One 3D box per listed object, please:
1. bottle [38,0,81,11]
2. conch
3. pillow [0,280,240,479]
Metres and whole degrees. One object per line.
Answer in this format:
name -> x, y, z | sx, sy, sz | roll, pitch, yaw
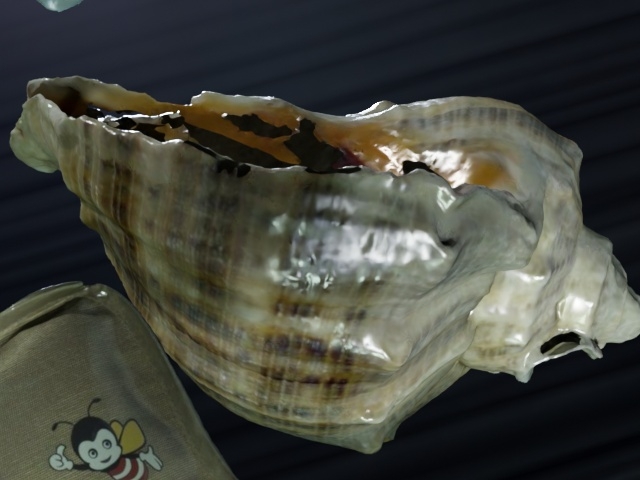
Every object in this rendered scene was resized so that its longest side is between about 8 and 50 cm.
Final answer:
bottle -> -0.247, -0.261, 1.194 | 0.286, 0.082, 0.082 | 41, 173, 9
conch -> 0.002, 0.016, 0.839 | 0.210, 0.291, 0.159 | -76, -8, -73
pillow -> -0.133, 0.106, 0.613 | 0.130, 0.217, 0.033 | 59, 162, 15
